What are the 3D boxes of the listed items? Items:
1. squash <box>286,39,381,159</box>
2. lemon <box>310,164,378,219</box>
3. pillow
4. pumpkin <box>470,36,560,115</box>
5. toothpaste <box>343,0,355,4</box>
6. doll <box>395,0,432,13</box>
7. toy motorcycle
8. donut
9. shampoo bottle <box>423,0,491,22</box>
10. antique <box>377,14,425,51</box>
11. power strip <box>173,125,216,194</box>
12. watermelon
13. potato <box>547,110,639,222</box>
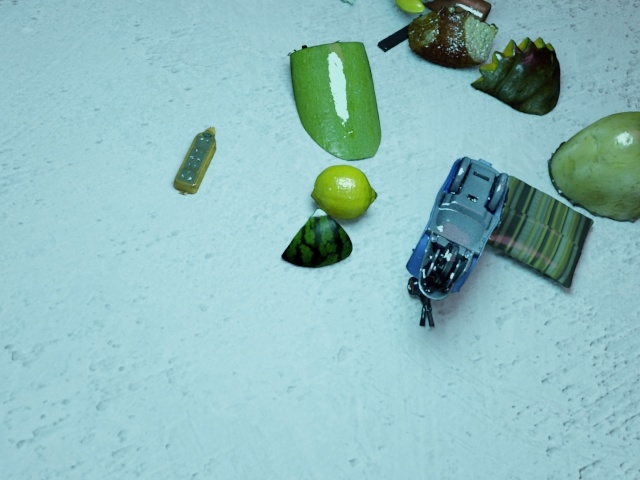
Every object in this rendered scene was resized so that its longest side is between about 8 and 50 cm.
[{"bbox_3d":[0.033,-0.309,1.401,0.189,0.189,0.260,-13,98,-19],"label":"squash"},{"bbox_3d":[0.047,-0.095,1.221,0.133,0.109,0.109,4,58,1],"label":"lemon"},{"bbox_3d":[0.456,-0.025,1.297,0.212,0.052,0.208,30,54,6],"label":"pillow"},{"bbox_3d":[0.516,-0.396,1.493,0.254,0.130,0.149,-15,63,-22],"label":"pumpkin"},{"bbox_3d":[0.020,-0.677,1.620,0.048,0.029,0.197,-36,69,-31],"label":"toothpaste"},{"bbox_3d":[0.285,-0.665,1.537,0.237,0.111,0.252,-25,53,1],"label":"doll"},{"bbox_3d":[0.249,-0.007,1.159,0.125,0.212,0.358,26,53,7],"label":"toy motorcycle"},{"bbox_3d":[0.326,-0.490,1.525,0.186,0.144,0.126,24,62,-26],"label":"donut"},{"bbox_3d":[0.328,-0.639,1.631,0.244,0.085,0.085,32,58,11],"label":"shampoo bottle"},{"bbox_3d":[0.217,-0.531,1.579,0.031,0.015,0.192,43,60,16],"label":"antique"},{"bbox_3d":[-0.247,-0.168,1.251,0.049,0.028,0.178,17,56,-1],"label":"power strip"},{"bbox_3d":[0.000,0.000,1.188,0.135,0.125,0.094,25,19,-29],"label":"watermelon"},{"bbox_3d":[0.671,-0.179,1.347,0.285,0.242,0.242,15,57,-6],"label":"potato"}]
